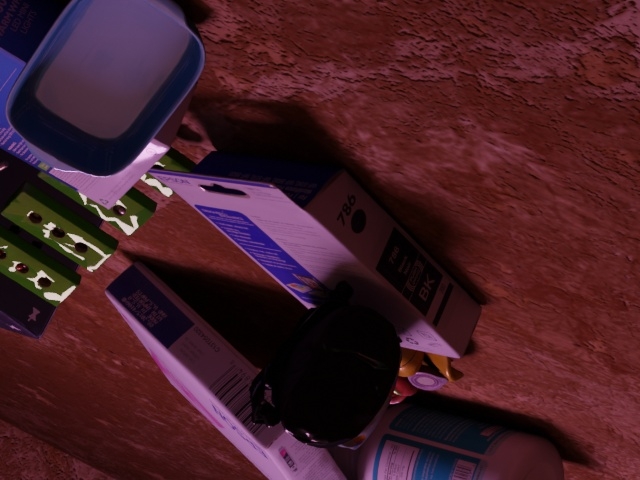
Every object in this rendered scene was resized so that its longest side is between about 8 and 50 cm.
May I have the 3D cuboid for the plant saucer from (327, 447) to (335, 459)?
[{"bbox_3d":[0.132,0.332,2.201,0.318,0.043,0.317,22,178,1],"label":"plant saucer"}]

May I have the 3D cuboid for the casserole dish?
[{"bbox_3d":[-0.165,-0.130,1.281,0.114,0.037,0.188,31,124,-17],"label":"casserole dish"}]

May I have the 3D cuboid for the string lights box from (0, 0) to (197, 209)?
[{"bbox_3d":[-0.250,-0.140,1.375,0.260,0.076,0.133,31,145,-17],"label":"string lights box"}]

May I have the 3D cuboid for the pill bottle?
[{"bbox_3d":[0.146,0.277,1.968,0.264,0.146,0.146,12,158,39],"label":"pill bottle"}]

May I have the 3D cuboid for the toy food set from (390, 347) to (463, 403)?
[{"bbox_3d":[0.065,0.136,1.768,0.128,0.071,0.218,40,160,-9],"label":"toy food set"}]

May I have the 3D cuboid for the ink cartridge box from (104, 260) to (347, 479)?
[{"bbox_3d":[-0.093,0.211,1.996,0.324,0.071,0.330,39,165,36],"label":"ink cartridge box"}]

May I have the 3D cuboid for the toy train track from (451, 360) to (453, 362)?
[{"bbox_3d":[0.113,0.128,1.804,0.048,0.014,0.083,32,162,-20],"label":"toy train track"}]

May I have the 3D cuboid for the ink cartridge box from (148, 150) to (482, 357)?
[{"bbox_3d":[0.000,0.000,1.513,0.165,0.065,0.333,10,158,40],"label":"ink cartridge box"}]

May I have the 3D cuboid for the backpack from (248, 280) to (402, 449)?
[{"bbox_3d":[0.010,0.128,1.539,0.115,0.152,0.182,35,173,-4],"label":"backpack"}]

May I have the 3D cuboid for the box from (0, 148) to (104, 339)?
[{"bbox_3d":[-0.455,-0.072,1.727,0.313,0.179,0.343,12,158,39],"label":"box"}]

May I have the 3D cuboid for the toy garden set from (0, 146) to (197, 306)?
[{"bbox_3d":[-0.263,-0.066,1.552,0.204,0.049,0.244,35,129,-20],"label":"toy garden set"}]
